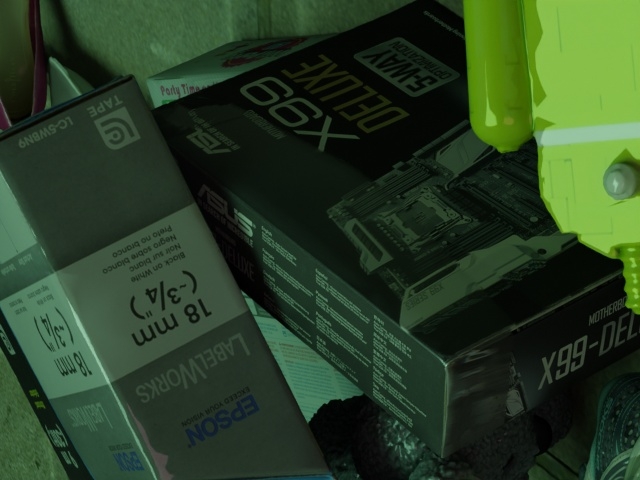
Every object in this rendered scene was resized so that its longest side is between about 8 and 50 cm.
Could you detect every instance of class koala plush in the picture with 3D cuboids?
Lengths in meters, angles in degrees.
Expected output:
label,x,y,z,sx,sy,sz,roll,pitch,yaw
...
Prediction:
label,x,y,z,sx,sy,sz,roll,pitch,yaw
koala plush,0.071,0.140,1.217,0.221,0.203,0.196,86,-174,-65

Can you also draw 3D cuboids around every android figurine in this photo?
label,x,y,z,sx,sy,sz,roll,pitch,yaw
android figurine,0.190,-0.097,0.993,0.248,0.056,0.273,-1,95,33

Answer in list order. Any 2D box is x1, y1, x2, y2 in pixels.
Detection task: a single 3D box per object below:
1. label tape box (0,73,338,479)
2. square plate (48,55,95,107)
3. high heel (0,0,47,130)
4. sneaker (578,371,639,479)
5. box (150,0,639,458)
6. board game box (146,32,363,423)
label,x,y,z,sx,sy,sz,roll,pitch,yaw
label tape box,-0.115,0.084,1.194,0.334,0.106,0.240,63,159,-3
square plate,-0.154,0.047,1.740,0.344,0.049,0.347,47,147,43
high heel,-0.290,-0.217,1.720,0.117,0.082,0.244,-125,35,-56
sneaker,0.223,0.207,1.251,0.122,0.110,0.283,-122,27,-50
box,0.069,-0.023,1.156,0.307,0.242,0.077,38,142,40
board game box,0.000,0.000,1.437,0.224,0.097,0.303,5,117,57
